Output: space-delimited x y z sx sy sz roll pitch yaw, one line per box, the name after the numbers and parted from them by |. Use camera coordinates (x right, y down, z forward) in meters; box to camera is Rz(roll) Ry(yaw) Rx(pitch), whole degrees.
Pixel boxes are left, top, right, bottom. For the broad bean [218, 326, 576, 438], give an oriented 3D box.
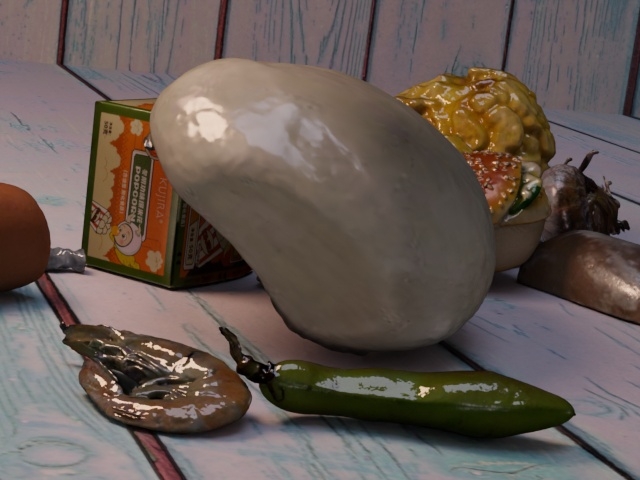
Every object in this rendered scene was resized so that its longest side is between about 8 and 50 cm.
0.067 0.135 1.354 0.325 0.067 0.075 6 -30 -8 | broad bean

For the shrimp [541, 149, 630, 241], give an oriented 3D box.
0.375 -0.046 2.263 0.116 0.145 0.343 -25 -9 17 | shrimp

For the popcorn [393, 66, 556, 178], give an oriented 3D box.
0.190 -0.137 2.281 0.265 0.225 0.332 10 19 41 | popcorn

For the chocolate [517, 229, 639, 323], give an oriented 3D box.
0.385 0.039 1.966 0.157 0.080 0.254 -2 15 -39 | chocolate

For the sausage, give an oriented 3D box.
-0.416 0.002 1.541 0.121 0.121 0.304 18 14 41 | sausage

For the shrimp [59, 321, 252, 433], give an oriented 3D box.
-0.160 0.118 1.346 0.223 0.047 0.126 18 25 36 | shrimp

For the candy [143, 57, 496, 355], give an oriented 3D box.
0.034 -0.061 1.647 0.386 0.186 0.427 46 23 11 | candy

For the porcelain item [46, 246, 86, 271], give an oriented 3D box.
-0.307 0.021 1.756 0.083 0.028 0.036 3 -4 -13 | porcelain item

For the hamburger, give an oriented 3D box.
0.179 -0.036 1.991 0.237 0.147 0.237 -6 16 2 | hamburger

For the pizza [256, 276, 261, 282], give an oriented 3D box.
0.008 0.010 1.850 0.195 0.185 0.052 -24 -14 -19 | pizza

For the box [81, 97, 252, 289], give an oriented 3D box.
-0.163 -0.061 1.819 0.148 0.195 0.177 14 13 29 | box
